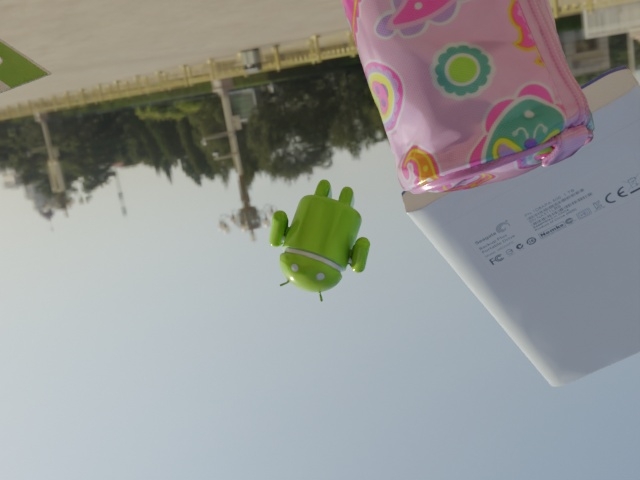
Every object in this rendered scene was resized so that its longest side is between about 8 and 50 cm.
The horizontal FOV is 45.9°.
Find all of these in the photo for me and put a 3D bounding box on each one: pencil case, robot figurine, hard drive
[{"bbox_3d":[0.066,-0.171,0.432,0.124,0.284,0.124,-15,-179,0],"label":"pencil case"},{"bbox_3d":[0.000,0.000,0.750,0.101,0.115,0.067,19,168,7],"label":"robot figurine"},{"bbox_3d":[0.249,0.010,0.718,0.210,0.318,0.040,-30,-142,20],"label":"hard drive"}]

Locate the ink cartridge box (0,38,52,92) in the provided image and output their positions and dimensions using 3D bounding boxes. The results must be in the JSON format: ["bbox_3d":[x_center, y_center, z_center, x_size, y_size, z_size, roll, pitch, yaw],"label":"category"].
[{"bbox_3d":[-0.450,-0.139,0.825,0.189,0.097,0.255,33,-132,23],"label":"ink cartridge box"}]
